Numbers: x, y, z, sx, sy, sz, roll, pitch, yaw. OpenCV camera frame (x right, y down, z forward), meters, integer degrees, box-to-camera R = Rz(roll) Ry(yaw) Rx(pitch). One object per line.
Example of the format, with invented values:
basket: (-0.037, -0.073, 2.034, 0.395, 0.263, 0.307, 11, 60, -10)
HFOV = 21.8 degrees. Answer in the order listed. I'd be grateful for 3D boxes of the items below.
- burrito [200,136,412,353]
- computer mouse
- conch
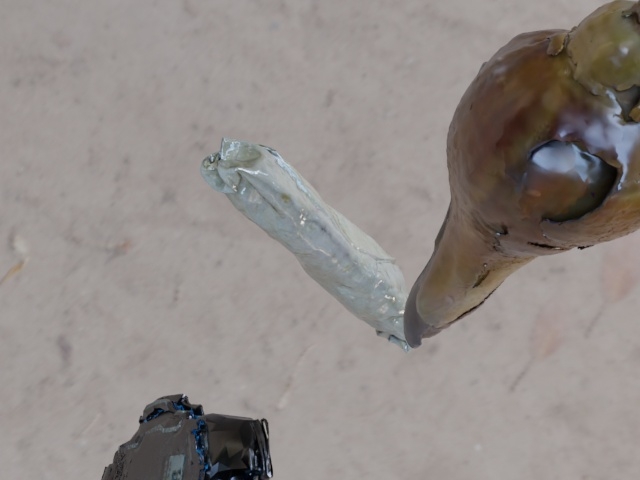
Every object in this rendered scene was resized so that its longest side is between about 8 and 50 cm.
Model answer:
burrito: (0.000, 0.000, 1.392, 0.059, 0.082, 0.275, -40, 128, 9)
computer mouse: (-0.093, 0.189, 1.236, 0.078, 0.242, 0.146, 15, 75, -27)
conch: (0.079, -0.031, 0.622, 0.080, 0.233, 0.086, 43, 65, -8)
